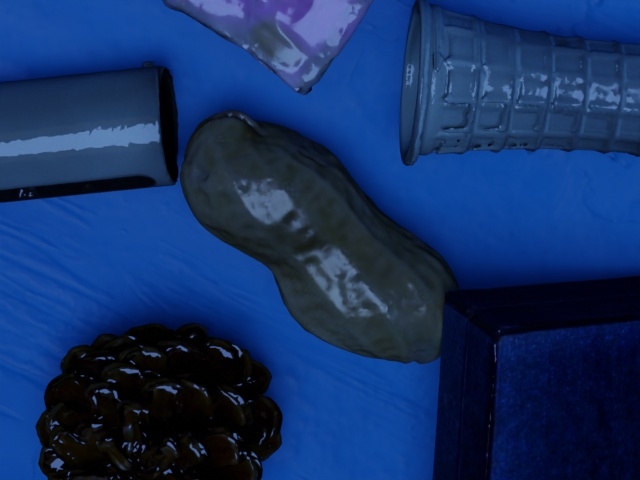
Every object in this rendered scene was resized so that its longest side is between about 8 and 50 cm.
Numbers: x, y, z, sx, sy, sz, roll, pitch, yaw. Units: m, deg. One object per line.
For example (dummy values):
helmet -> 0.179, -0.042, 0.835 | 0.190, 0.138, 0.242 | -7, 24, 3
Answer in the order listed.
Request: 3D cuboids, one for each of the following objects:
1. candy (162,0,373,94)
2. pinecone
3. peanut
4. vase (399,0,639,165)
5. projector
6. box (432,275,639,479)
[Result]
candy -> -0.039, -0.220, 1.532 | 0.155, 0.265, 0.116 | 34, 107, -8
pinecone -> -0.144, 0.185, 1.680 | 0.221, 0.221, 0.221 | 0, 106, 0
peanut -> 0.000, 0.000, 1.667 | 0.130, 0.130, 0.290 | -43, 100, 12
vase -> 0.222, -0.121, 1.627 | 0.298, 0.143, 0.143 | 5, 106, -3
projector -> -0.293, -0.083, 1.655 | 0.337, 0.108, 0.108 | -6, 106, 2
box -> 0.242, 0.170, 1.675 | 0.279, 0.116, 0.261 | -4, 109, -24
